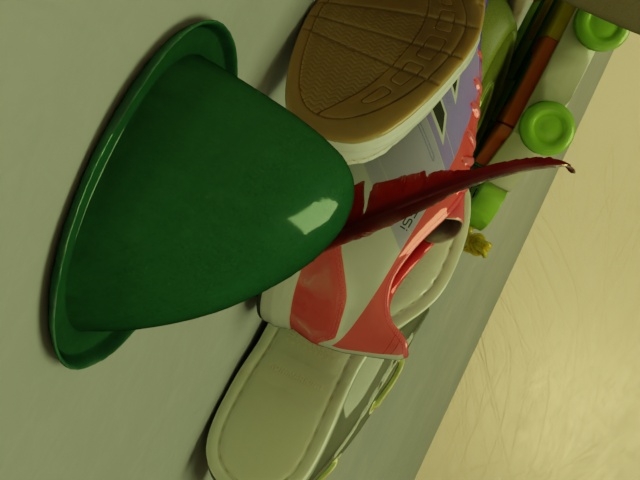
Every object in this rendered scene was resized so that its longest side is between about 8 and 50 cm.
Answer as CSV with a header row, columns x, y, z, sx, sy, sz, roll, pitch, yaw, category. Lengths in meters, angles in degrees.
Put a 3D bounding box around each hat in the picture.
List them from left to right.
x,y,z,sx,sy,sz,roll,pitch,yaw,category
0.000,0.000,0.726,0.173,0.184,0.208,65,49,-75,hat

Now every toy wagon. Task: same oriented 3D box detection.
x,y,z,sx,sy,sz,roll,pitch,yaw,category
0.224,-0.146,1.650,0.344,0.068,0.267,-62,-174,4,toy wagon

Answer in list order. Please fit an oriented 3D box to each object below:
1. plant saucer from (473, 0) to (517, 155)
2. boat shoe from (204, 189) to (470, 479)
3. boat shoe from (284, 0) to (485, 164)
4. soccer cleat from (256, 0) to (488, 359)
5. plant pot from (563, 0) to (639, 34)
x,y,z,sx,sy,sz,roll,pitch,yaw,category
0.145,-0.134,1.532,0.241,0.037,0.241,23,90,-79,plant saucer
0.015,0.071,1.161,0.305,0.109,0.091,-56,167,-19,boat shoe
0.055,-0.126,0.958,0.096,0.098,0.277,100,16,-47,boat shoe
0.067,-0.066,1.087,0.108,0.116,0.318,76,39,-72,soccer cleat
0.308,-0.277,1.336,0.256,0.274,0.256,9,90,-76,plant pot
